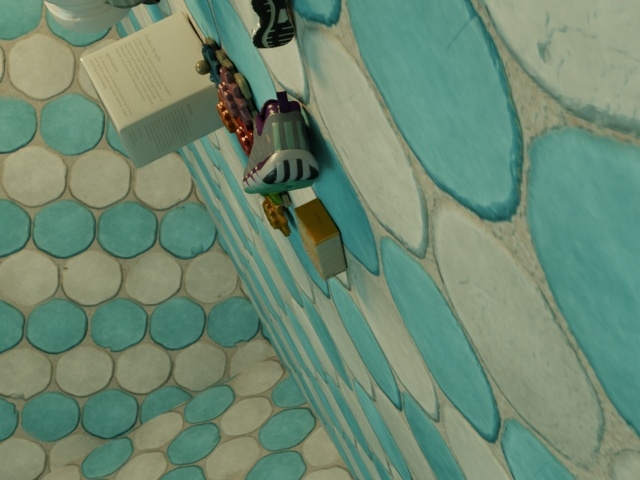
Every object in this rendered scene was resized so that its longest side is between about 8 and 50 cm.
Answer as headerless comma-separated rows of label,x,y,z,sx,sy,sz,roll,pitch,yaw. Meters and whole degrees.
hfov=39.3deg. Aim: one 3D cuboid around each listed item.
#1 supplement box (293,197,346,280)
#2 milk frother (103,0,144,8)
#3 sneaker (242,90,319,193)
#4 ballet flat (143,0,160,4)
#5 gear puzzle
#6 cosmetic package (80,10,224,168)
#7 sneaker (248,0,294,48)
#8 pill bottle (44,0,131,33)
supplement box,0.000,0.000,1.146,0.062,0.036,0.098,58,170,31
milk frother,-0.243,-0.362,1.198,0.143,0.129,0.135,60,177,9
sneaker,-0.046,-0.109,1.039,0.224,0.083,0.098,169,95,-76
ballet flat,-0.324,-0.491,1.581,0.049,0.057,0.173,13,149,21
gear puzzle,-0.111,-0.135,1.362,0.175,0.044,0.338,54,167,46
cosmetic package,-0.263,-0.243,1.463,0.151,0.184,0.151,60,170,16
sneaker,-0.046,-0.212,0.811,0.109,0.040,0.043,98,160,-69
pill bottle,-0.456,-0.552,1.590,0.210,0.210,0.363,59,171,25
